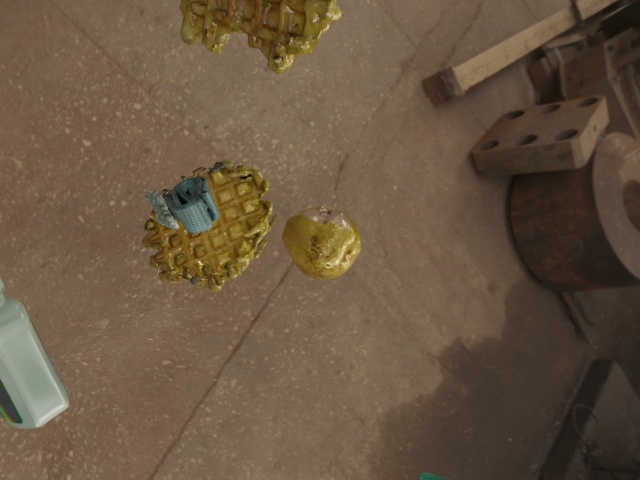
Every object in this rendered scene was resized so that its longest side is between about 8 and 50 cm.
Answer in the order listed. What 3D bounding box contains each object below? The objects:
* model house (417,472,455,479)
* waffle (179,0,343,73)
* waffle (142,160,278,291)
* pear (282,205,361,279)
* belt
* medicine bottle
[{"bbox_3d":[0.157,0.340,0.472,0.127,0.100,0.148,-7,93,-55],"label":"model house"},{"bbox_3d":[-0.077,-0.351,0.539,0.058,0.301,0.281,-18,109,-51],"label":"waffle"},{"bbox_3d":[-0.229,-0.036,0.863,0.262,0.060,0.280,20,81,15],"label":"waffle"},{"bbox_3d":[0.000,0.000,0.966,0.178,0.178,0.178,9,73,-31],"label":"pear"},{"bbox_3d":[-0.203,-0.050,0.638,0.100,0.179,0.065,-24,112,-13],"label":"belt"},{"bbox_3d":[-0.458,0.155,0.627,0.083,0.121,0.228,-34,117,-48],"label":"medicine bottle"}]
